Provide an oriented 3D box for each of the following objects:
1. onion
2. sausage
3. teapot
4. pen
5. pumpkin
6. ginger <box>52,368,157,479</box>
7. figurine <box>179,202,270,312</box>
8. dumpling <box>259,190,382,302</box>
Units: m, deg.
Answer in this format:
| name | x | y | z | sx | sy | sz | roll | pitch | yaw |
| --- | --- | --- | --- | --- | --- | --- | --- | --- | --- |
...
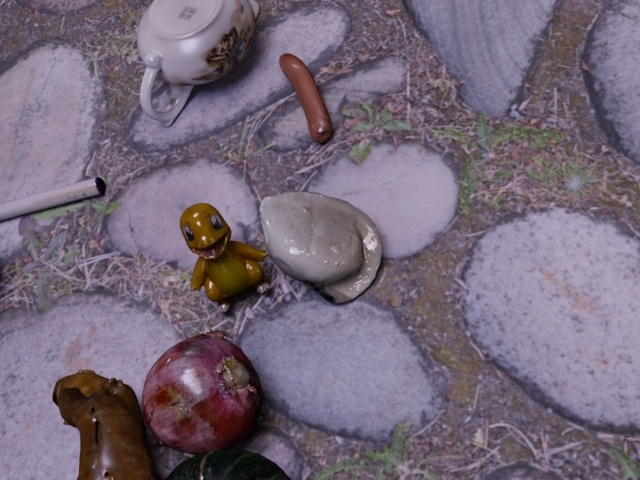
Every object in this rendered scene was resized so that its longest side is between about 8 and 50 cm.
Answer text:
| name | x | y | z | sx | sy | sz | roll | pitch | yaw |
| --- | --- | --- | --- | --- | --- | --- | --- | --- | --- |
| onion | -0.172 | 0.220 | 1.206 | 0.195 | 0.159 | 0.159 | -40 | 53 | 29 |
| sausage | -0.022 | -0.234 | 1.460 | 0.043 | 0.043 | 0.186 | -24 | 59 | 3 |
| teapot | -0.213 | -0.337 | 1.523 | 0.204 | 0.139 | 0.298 | 30 | 72 | 27 |
| pen | -0.489 | -0.060 | 1.514 | 0.269 | 0.033 | 0.033 | -14 | 59 | 10 |
| pumpkin | -0.113 | 0.346 | 1.104 | 0.190 | 0.146 | 0.190 | -7 | 77 | 32 |
| ginger | -0.281 | 0.290 | 1.204 | 0.133 | 0.107 | 0.309 | -54 | 46 | 26 |
| figurine | -0.148 | 0.005 | 1.294 | 0.121 | 0.176 | 0.122 | -23 | 46 | 1 |
| dumpling | 0.001 | 0.001 | 1.292 | 0.150 | 0.092 | 0.176 | -39 | 62 | -24 |
